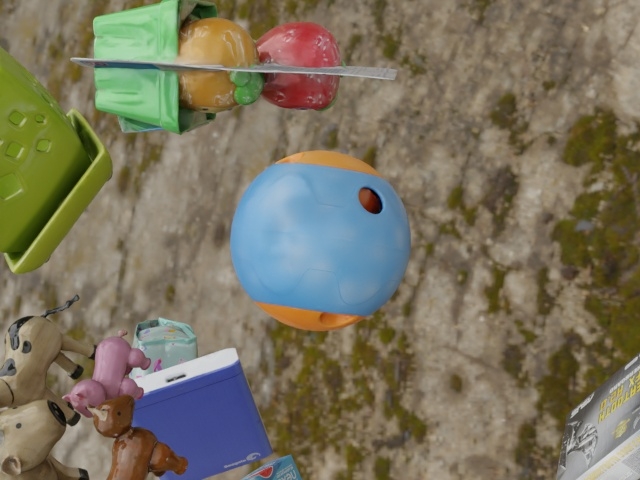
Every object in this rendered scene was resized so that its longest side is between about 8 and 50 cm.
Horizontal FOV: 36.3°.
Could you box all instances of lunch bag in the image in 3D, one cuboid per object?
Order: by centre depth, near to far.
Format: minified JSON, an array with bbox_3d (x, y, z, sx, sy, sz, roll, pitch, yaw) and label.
[{"bbox_3d":[-0.364,0.305,2.253,0.262,0.160,0.223,-164,72,-72],"label":"lunch bag"}]

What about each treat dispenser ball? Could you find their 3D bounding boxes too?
[{"bbox_3d":[0.000,0.000,1.558,0.288,0.288,0.288,-16,70,49],"label":"treat dispenser ball"}]

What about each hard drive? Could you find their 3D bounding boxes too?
[{"bbox_3d":[-0.213,0.318,1.699,0.318,0.210,0.040,78,172,-50],"label":"hard drive"}]

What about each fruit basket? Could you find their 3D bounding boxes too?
[{"bbox_3d":[-0.084,-0.199,1.187,0.327,0.353,0.165,-70,-11,-78],"label":"fruit basket"}]

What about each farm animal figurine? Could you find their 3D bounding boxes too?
[{"bbox_3d":[-0.316,0.231,1.034,0.330,0.172,0.326,27,82,52],"label":"farm animal figurine"}]

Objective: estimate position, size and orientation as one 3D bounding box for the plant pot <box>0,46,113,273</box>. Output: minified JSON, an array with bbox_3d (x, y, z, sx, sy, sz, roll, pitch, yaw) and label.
[{"bbox_3d":[-0.406,-0.104,1.238,0.228,0.207,0.227,-53,34,4],"label":"plant pot"}]

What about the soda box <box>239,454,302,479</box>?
[{"bbox_3d":[-0.123,0.503,1.962,0.067,0.210,0.071,-25,85,29],"label":"soda box"}]

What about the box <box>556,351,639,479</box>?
[{"bbox_3d":[0.417,0.248,1.328,0.231,0.056,0.183,-54,2,37],"label":"box"}]
